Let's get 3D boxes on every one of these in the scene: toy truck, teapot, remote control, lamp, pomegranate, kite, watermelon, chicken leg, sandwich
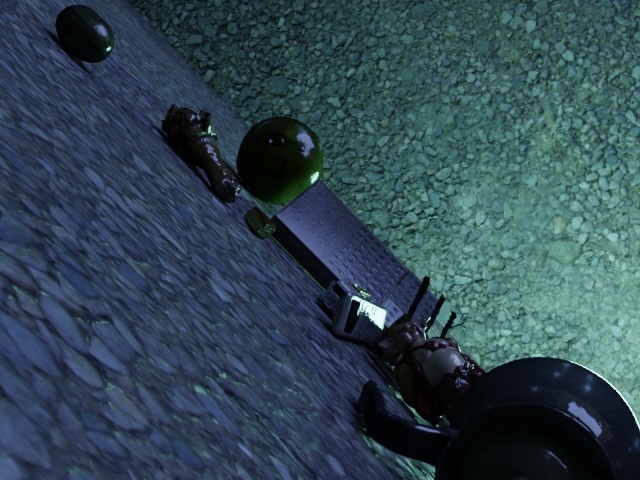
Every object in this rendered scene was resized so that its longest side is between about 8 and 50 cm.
[{"bbox_3d":[0.042,0.095,1.635,0.052,0.063,0.123,48,5,18],"label":"toy truck"},{"bbox_3d":[0.203,0.217,1.104,0.305,0.223,0.285,49,12,10],"label":"teapot"},{"bbox_3d":[0.066,0.123,1.587,0.029,0.067,0.261,13,-5,17],"label":"remote control"},{"bbox_3d":[0.160,0.185,1.519,0.253,0.118,0.118,42,1,41],"label":"lamp"},{"bbox_3d":[-0.082,-0.150,2.163,0.187,0.187,0.225,47,-20,23],"label":"pomegranate"},{"bbox_3d":[0.158,0.150,1.615,0.141,0.015,0.245,49,-31,23],"label":"kite"},{"bbox_3d":[-0.365,-0.320,1.601,0.110,0.078,0.078,46,4,26],"label":"watermelon"},{"bbox_3d":[-0.189,-0.151,1.693,0.196,0.080,0.125,51,-6,46],"label":"chicken leg"},{"bbox_3d":[-0.094,-0.024,1.680,0.044,0.031,0.083,38,10,-29],"label":"sandwich"}]

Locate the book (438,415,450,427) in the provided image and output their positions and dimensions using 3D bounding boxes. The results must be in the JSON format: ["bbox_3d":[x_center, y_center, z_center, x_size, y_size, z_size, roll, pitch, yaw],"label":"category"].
[{"bbox_3d":[0.299,0.330,1.548,0.215,0.025,0.282,12,18,-25],"label":"book"}]

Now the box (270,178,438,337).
[{"bbox_3d":[0.062,0.046,1.855,0.325,0.047,0.180,45,36,2],"label":"box"}]
